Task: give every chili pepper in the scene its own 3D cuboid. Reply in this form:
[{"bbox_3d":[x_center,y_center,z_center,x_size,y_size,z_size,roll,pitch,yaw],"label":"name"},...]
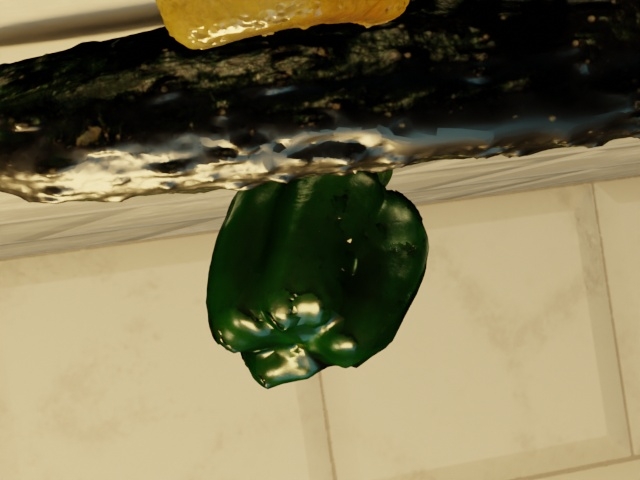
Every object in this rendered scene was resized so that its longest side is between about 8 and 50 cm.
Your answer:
[{"bbox_3d":[0.000,0.000,1.689,0.165,0.261,0.174,36,140,-22],"label":"chili pepper"}]

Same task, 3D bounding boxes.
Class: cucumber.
[{"bbox_3d":[-0.003,-0.059,0.774,0.303,0.072,0.081,-8,179,-9],"label":"cucumber"}]

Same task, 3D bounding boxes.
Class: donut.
[{"bbox_3d":[-0.007,-0.080,0.593,0.067,0.038,0.083,-12,176,24],"label":"donut"}]
